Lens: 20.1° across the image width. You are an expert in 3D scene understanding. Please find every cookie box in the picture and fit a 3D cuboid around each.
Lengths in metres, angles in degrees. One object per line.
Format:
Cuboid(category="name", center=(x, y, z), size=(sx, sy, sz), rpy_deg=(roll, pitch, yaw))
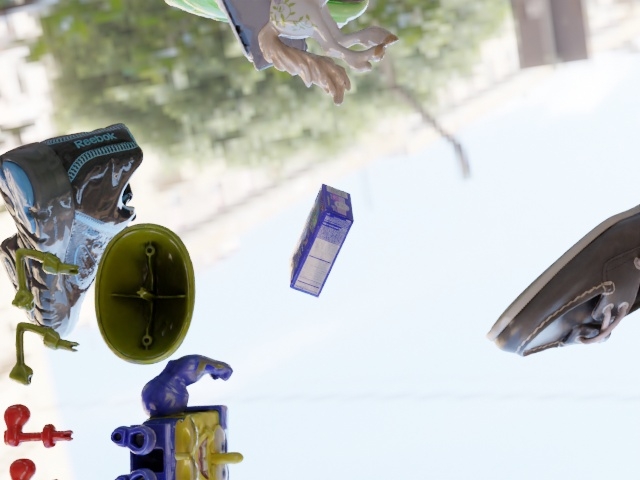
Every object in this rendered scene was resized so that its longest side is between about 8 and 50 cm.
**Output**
Cuboid(category="cookie box", center=(0.000, 0.000, 2.115), size=(0.040, 0.107, 0.092), rpy_deg=(21, -160, -10))

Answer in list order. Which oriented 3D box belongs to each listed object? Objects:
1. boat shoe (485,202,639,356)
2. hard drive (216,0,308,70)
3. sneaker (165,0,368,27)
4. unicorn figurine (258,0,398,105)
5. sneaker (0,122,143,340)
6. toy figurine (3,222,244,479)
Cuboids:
Cuboid(category="boat shoe", center=(0.279, 0.031, 1.612), size=(0.335, 0.095, 0.112), rpy_deg=(-31, 163, -42))
Cuboid(category="hard drive", center=(-0.094, -0.302, 1.306), size=(0.064, 0.237, 0.339), rpy_deg=(-24, -142, 3))
Cuboid(category="sneaker", center=(0.010, -0.319, 1.633), size=(0.185, 0.202, 0.483), rpy_deg=(8, -153, 31))
Cuboid(category="unicorn figurine", center=(0.008, -0.176, 1.124), size=(0.111, 0.162, 0.060), rpy_deg=(24, 169, 12))
Cuboid(category="sneaker", center=(-0.252, 0.001, 1.874), size=(0.140, 0.125, 0.341), rpy_deg=(-25, 161, -21))
Cuboid(category="toy figurine", center=(-0.163, 0.179, 1.697), size=(0.191, 0.362, 0.217), rpy_deg=(-6, 171, 18))
